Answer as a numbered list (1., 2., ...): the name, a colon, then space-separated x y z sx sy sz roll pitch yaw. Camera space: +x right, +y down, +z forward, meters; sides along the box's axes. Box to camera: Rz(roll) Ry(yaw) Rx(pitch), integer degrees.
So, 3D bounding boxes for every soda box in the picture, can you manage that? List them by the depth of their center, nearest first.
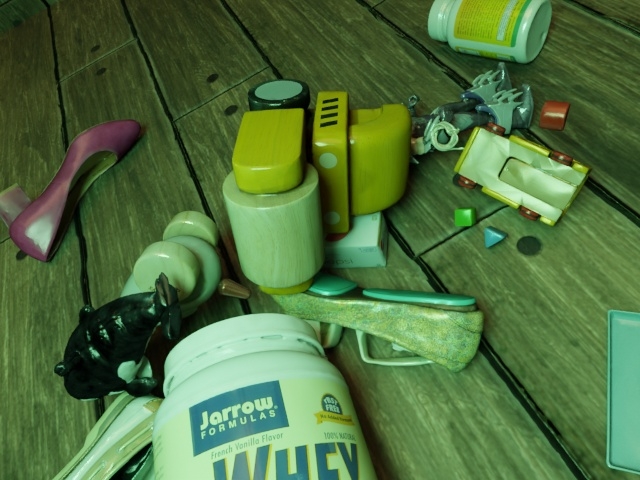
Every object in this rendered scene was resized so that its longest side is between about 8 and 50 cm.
1. soda box: 0.000 0.000 0.783 0.216 0.069 0.073 -2 57 19

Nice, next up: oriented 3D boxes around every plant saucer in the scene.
1. plant saucer: 0.374 0.175 0.552 0.067 0.018 0.192 6 60 24

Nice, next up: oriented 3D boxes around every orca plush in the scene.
1. orca plush: -0.281 0.156 0.609 0.287 0.151 0.102 -23 7 35

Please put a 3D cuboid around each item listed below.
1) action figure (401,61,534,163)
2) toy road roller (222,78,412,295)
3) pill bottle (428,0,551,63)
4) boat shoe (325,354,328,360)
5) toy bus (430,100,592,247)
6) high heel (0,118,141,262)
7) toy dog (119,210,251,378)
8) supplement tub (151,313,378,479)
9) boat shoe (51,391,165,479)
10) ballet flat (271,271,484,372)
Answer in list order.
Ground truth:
1. action figure: 0.210 -0.210 0.820 0.285 0.099 0.185 -20 35 -2
2. toy road roller: 0.013 -0.094 0.672 0.241 0.202 0.329 -1 40 5
3. pill bottle: 0.322 -0.422 0.917 0.208 0.117 0.117 27 70 34
4. boat shoe: -0.030 0.158 0.709 0.100 0.035 0.035 8 63 33
5. toy bus: 0.293 -0.106 0.706 0.191 0.104 0.202 -17 89 35
6. high heel: -0.529 -0.120 1.074 0.181 0.127 0.377 44 74 8
7. toy dog: -0.232 0.109 0.732 0.334 0.161 0.220 -42 18 44
8. supplement tub: -0.056 0.270 0.514 0.235 0.235 0.324 -24 52 4
9. boat shoe: -0.297 0.352 0.628 0.103 0.113 0.302 9 60 32
10. ballet flat: 0.049 0.110 0.672 0.349 0.123 0.123 8 61 28
